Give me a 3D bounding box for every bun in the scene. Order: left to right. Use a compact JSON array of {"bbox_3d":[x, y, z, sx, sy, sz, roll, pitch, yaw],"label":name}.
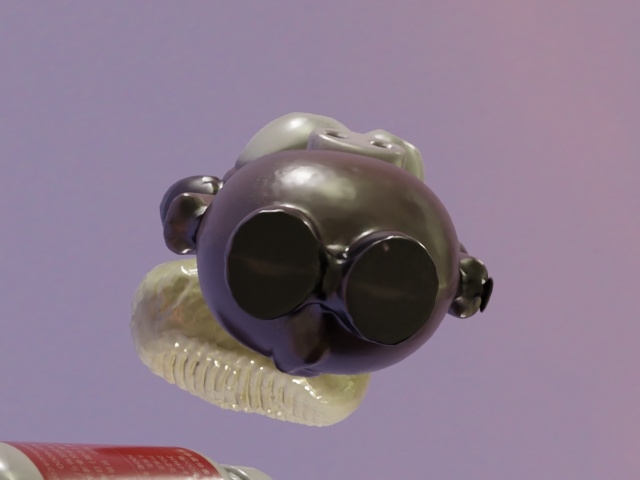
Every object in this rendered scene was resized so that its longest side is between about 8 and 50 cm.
[{"bbox_3d":[-0.050,0.068,1.391,0.188,0.164,0.111,14,-108,8],"label":"bun"}]

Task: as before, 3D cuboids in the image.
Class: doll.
[{"bbox_3d":[-0.001,0.002,0.961,0.182,0.257,0.117,15,-79,-2],"label":"doll"}]

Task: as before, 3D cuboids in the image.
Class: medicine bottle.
[{"bbox_3d":[-0.136,0.195,1.175,0.250,0.131,0.131,9,-101,-49],"label":"medicine bottle"}]
